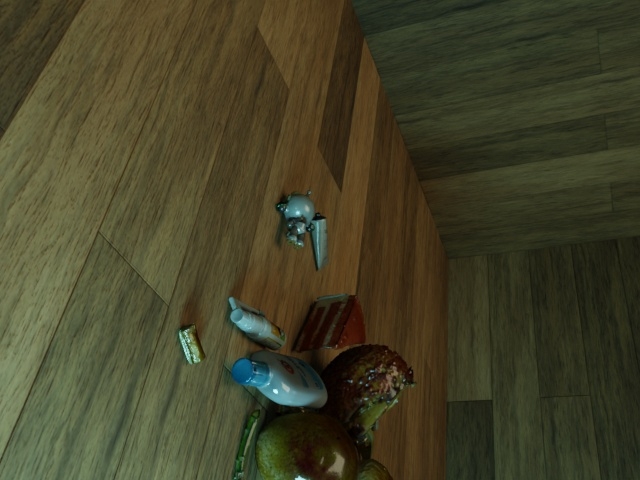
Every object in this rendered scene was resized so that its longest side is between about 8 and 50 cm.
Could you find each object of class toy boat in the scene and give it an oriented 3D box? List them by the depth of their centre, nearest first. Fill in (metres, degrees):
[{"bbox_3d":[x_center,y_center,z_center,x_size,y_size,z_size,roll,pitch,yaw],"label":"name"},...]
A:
[{"bbox_3d":[0.145,0.687,2.327,0.066,0.065,0.172,-40,125,-41],"label":"toy boat"}]

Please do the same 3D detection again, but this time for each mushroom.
[{"bbox_3d":[-0.034,0.531,1.691,0.283,0.263,0.195,53,-39,40],"label":"mushroom"}]

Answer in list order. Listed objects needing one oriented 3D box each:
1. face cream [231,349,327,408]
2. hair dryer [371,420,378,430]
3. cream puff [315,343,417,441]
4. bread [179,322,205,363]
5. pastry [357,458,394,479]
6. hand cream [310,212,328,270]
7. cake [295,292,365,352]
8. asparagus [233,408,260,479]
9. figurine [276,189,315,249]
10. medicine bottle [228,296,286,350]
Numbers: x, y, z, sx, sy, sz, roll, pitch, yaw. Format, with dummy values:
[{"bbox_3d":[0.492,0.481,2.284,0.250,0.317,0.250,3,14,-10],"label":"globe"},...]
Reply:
[{"bbox_3d":[-0.105,0.344,1.705,0.163,0.080,0.337,48,9,31],"label":"face cream"},{"bbox_3d":[0.170,0.648,2.433,0.199,0.067,0.167,-53,138,-48],"label":"hair dryer"},{"bbox_3d":[0.111,0.446,2.039,0.229,0.350,0.350,43,15,15],"label":"cream puff"},{"bbox_3d":[-0.273,0.220,1.445,0.047,0.036,0.083,-59,136,-71],"label":"bread"},{"bbox_3d":[0.154,0.868,2.175,0.330,0.136,0.329,-6,90,-69],"label":"pastry"},{"bbox_3d":[0.000,0.000,2.226,0.087,0.054,0.186,-37,124,-62],"label":"hand cream"},{"bbox_3d":[0.033,0.301,2.047,0.262,0.158,0.159,-62,138,-55],"label":"cake"},{"bbox_3d":[-0.176,0.500,1.593,0.027,0.034,0.236,84,14,-52],"label":"asparagus"},{"bbox_3d":[-0.071,-0.062,2.007,0.147,0.093,0.197,37,53,-32],"label":"figurine"},{"bbox_3d":[-0.162,0.209,1.719,0.220,0.061,0.092,46,16,-57],"label":"medicine bottle"}]
